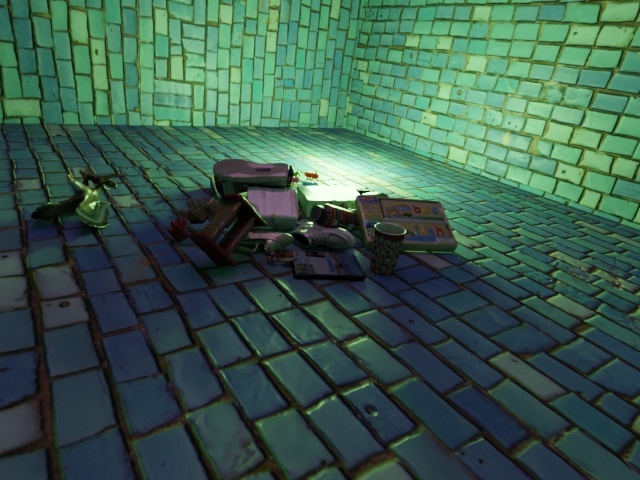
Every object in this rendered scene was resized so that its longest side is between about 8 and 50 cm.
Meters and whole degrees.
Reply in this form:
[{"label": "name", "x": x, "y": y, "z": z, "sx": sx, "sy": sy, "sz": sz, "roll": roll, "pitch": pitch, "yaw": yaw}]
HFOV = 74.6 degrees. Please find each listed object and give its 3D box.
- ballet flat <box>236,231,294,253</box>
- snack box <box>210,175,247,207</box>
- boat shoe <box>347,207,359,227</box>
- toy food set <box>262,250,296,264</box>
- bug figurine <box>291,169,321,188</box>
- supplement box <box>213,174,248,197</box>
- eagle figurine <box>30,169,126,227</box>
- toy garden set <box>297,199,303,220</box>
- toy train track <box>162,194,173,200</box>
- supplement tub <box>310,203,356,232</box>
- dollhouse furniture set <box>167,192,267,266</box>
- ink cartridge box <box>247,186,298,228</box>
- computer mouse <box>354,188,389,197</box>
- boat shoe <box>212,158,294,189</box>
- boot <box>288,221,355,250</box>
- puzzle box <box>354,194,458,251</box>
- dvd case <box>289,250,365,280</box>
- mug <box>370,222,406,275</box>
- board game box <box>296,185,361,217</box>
[{"label": "ballet flat", "x": -0.223, "y": 0.013, "z": 1.562, "sx": 0.248, "sy": 0.086, "sz": 0.086, "roll": 3, "pitch": 24, "yaw": -7}, {"label": "snack box", "x": -0.432, "y": -0.240, "z": 2.063, "sx": 0.187, "sy": 0.060, "sz": 0.322, "roll": 0, "pitch": 26, "yaw": -20}, {"label": "boat shoe", "x": 0.165, "y": -0.106, "z": 1.911, "sx": 0.302, "sy": 0.091, "sz": 0.114, "roll": 7, "pitch": 24, "yaw": -3}, {"label": "toy food set", "x": -0.149, "y": 0.056, "z": 1.508, "sx": 0.122, "sy": 0.019, "sz": 0.078, "roll": -9, "pitch": 26, "yaw": -7}, {"label": "bug figurine", "x": -0.102, "y": -0.352, "z": 2.403, "sx": 0.216, "sy": 0.072, "sz": 0.279, "roll": 7, "pitch": 24, "yaw": -3}, {"label": "supplement box", "x": -0.380, "y": -0.268, "z": 1.917, "sx": 0.188, "sy": 0.081, "sz": 0.104, "roll": -18, "pitch": 32, "yaw": -19}, {"label": "eagle figurine", "x": -0.924, "y": -0.151, "z": 1.618, "sx": 0.226, "sy": 0.225, "sz": 0.298, "roll": -23, "pitch": 44, "yaw": 32}, {"label": "toy garden set", "x": -0.195, "y": -0.179, "z": 1.942, "sx": 0.244, "sy": 0.049, "sz": 0.204, "roll": 15, "pitch": 25, "yaw": -22}, {"label": "toy train track", "x": -0.703, "y": -0.196, "z": 1.940, "sx": 0.048, "sy": 0.014, "sz": 0.083, "roll": -6, "pitch": 21, "yaw": -12}, {"label": "supplement tub", "x": 0.053, "y": -0.093, "z": 1.770, "sx": 0.197, "sy": 0.106, "sz": 0.106, "roll": 12, "pitch": 16, "yaw": -40}, {"label": "dollhouse furniture set", "x": -0.393, "y": -0.037, "z": 1.494, "sx": 0.374, "sy": 0.152, "sz": 0.201, "roll": 1, "pitch": 48, "yaw": 47}, {"label": "ink cartridge box", "x": -0.207, "y": -0.139, "z": 1.792, "sx": 0.212, "sy": 0.093, "sz": 0.154, "roll": 1, "pitch": 60, "yaw": -12}, {"label": "computer mouse", "x": 0.286, "y": -0.235, "z": 2.261, "sx": 0.188, "sy": 0.072, "sz": 0.272, "roll": -6, "pitch": 27, "yaw": -30}, {"label": "boat shoe", "x": -0.292, "y": -0.255, "z": 1.831, "sx": 0.340, "sy": 0.158, "sz": 0.127, "roll": 4, "pitch": 51, "yaw": -7}, {"label": "boot", "x": 0.000, "y": 0.000, "z": 1.647, "sx": 0.258, "sy": 0.095, "sz": 0.123, "roll": 13, "pitch": 29, "yaw": 33}, {"label": "puzzle box", "x": 0.365, "y": -0.075, "z": 1.819, "sx": 0.408, "sy": 0.052, "sz": 0.272, "roll": 2, "pitch": 49, "yaw": -13}, {"label": "dvd case", "x": 0.020, "y": 0.090, "z": 1.516, "sx": 0.253, "sy": 0.022, "sz": 0.180, "roll": 3, "pitch": 25, "yaw": -11}, {"label": "mug", "x": 0.255, "y": 0.032, "z": 1.536, "sx": 0.150, "sy": 0.169, "sz": 0.113, "roll": -6, "pitch": 27, "yaw": -30}, {"label": "board game box", "x": 0.052, "y": -0.191, "z": 2.063, "sx": 0.303, "sy": 0.098, "sz": 0.224, "roll": -2, "pitch": 27, "yaw": -17}]
